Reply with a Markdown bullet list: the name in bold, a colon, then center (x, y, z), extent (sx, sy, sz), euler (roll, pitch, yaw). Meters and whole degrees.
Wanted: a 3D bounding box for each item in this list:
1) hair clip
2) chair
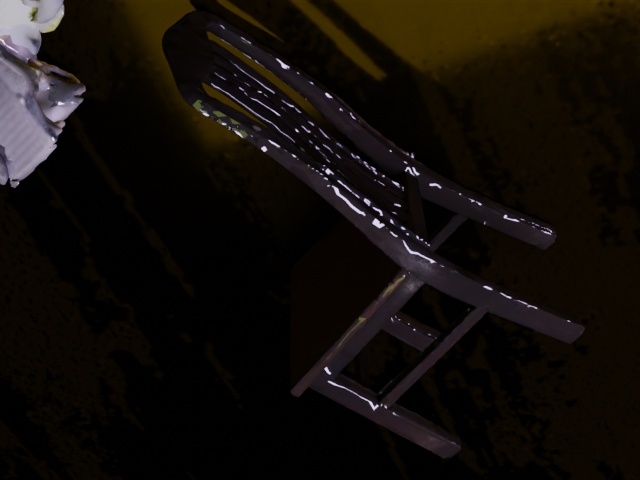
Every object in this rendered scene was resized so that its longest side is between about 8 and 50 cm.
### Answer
- **hair clip**: center (-0.170, -0.095, 0.457), extent (0.116, 0.049, 0.172), euler (-39, 115, 23)
- **chair**: center (0.000, 0.000, 0.512), extent (0.212, 0.084, 0.101), euler (28, 121, -21)
